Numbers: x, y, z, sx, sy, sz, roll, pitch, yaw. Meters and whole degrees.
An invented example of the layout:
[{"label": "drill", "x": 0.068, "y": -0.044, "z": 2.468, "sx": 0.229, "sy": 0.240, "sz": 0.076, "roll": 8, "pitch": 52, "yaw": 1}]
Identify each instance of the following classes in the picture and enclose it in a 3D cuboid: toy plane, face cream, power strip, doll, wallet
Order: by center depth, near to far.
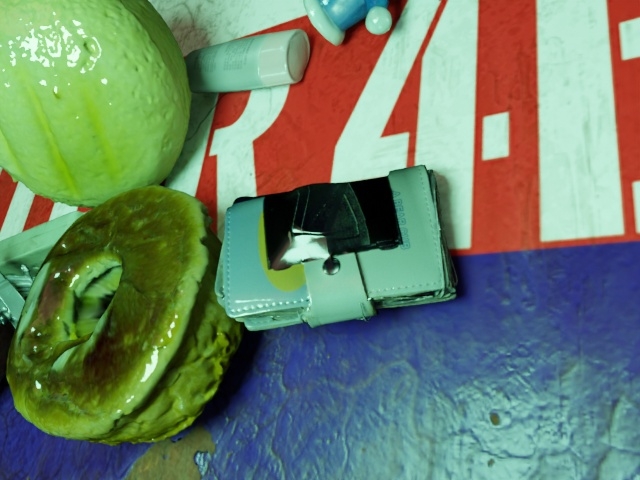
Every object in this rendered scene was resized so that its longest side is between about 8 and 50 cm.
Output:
[{"label": "wallet", "x": 0.013, "y": 0.003, "z": 0.593, "sx": 0.230, "sy": 0.069, "sz": 0.170, "roll": -8, "pitch": 55, "yaw": 10}, {"label": "doll", "x": 0.079, "y": -0.369, "z": 0.737, "sx": 0.256, "sy": 0.161, "sz": 0.215, "roll": -38, "pitch": 64, "yaw": 32}, {"label": "toy plane", "x": -0.406, "y": 0.091, "z": 0.783, "sx": 0.226, "sy": 0.226, "sz": 0.058, "roll": -38, "pitch": 14, "yaw": -36}, {"label": "face cream", "x": -0.109, "y": -0.253, "z": 0.847, "sx": 0.198, "sy": 0.057, "sz": 0.084, "roll": 4, "pitch": 70, "yaw": 33}, {"label": "power strip", "x": -0.390, "y": 0.017, "z": 0.871, "sx": 0.287, "sy": 0.093, "sz": 0.053, "roll": -16, "pitch": 56, "yaw": 27}]

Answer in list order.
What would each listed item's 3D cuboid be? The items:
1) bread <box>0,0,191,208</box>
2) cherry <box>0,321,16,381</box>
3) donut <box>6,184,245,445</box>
[{"label": "bread", "x": -0.329, "y": -0.200, "z": 0.804, "sx": 0.320, "sy": 0.320, "sz": 0.237, "roll": -34, "pitch": 39, "yaw": 14}, {"label": "cherry", "x": -0.567, "y": 0.153, "z": 0.810, "sx": 0.261, "sy": 0.307, "sz": 0.221, "roll": -23, "pitch": 93, "yaw": 23}, {"label": "donut", "x": -0.222, "y": 0.095, "z": 0.695, "sx": 0.329, "sy": 0.160, "sz": 0.330, "roll": -21, "pitch": 45, "yaw": 23}]
